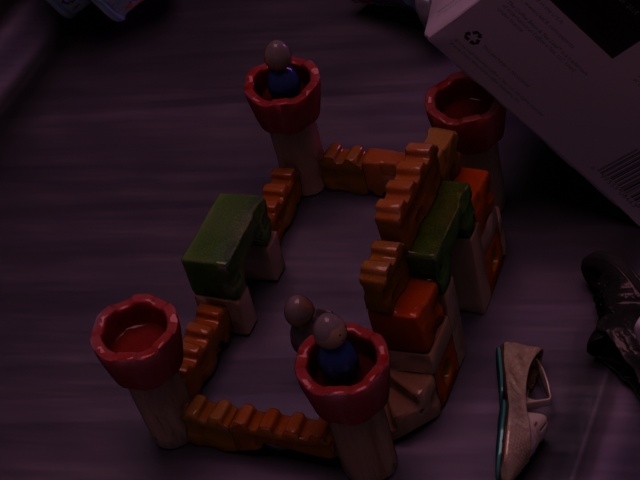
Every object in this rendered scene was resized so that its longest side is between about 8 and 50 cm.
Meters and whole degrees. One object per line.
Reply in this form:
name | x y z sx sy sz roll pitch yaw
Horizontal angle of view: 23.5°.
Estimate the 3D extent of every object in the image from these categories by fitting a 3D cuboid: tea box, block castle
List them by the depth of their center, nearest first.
block castle | 0.000 0.000 1.532 0.303 0.213 0.453 8 47 23
tea box | 0.316 -0.259 1.590 0.220 0.329 0.324 -32 28 40

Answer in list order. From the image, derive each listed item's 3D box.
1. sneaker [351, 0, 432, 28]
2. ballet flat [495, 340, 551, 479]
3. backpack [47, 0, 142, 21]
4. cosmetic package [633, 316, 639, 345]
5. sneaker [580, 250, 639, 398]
sneaker | 0.099 -0.324 1.952 0.125 0.104 0.262 -30 38 9
ballet flat | 0.189 0.157 1.431 0.052 0.057 0.168 3 45 5
backpack | -0.322 -0.411 2.054 0.191 0.225 0.253 -40 49 5
cosmetic package | 0.519 0.089 1.257 0.453 0.161 0.230 10 46 43
sneaker | 0.287 0.078 1.486 0.089 0.051 0.170 -28 47 -20
